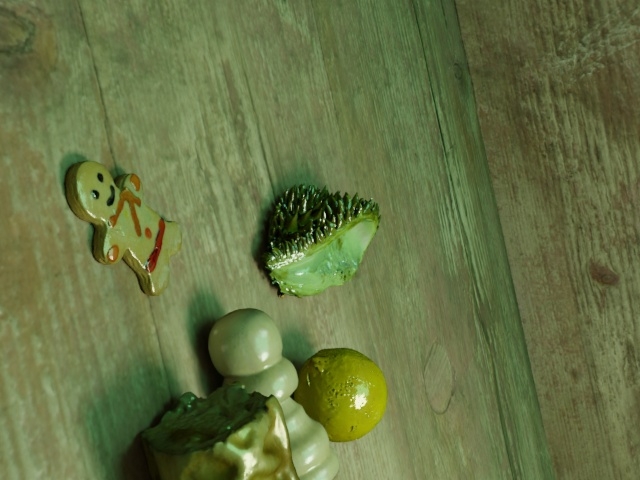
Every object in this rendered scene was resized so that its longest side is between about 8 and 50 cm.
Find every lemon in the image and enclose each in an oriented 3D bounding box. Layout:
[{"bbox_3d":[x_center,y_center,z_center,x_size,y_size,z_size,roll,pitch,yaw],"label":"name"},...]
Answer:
[{"bbox_3d":[0.035,0.282,1.546,0.206,0.173,0.174,45,40,-37],"label":"lemon"}]

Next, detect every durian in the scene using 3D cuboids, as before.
[{"bbox_3d":[-0.010,-0.004,1.667,0.394,0.163,0.198,-26,135,-59],"label":"durian"}]

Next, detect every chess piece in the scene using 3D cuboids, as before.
[{"bbox_3d":[-0.092,0.256,1.336,0.167,0.167,0.300,-32,103,-63],"label":"chess piece"}]

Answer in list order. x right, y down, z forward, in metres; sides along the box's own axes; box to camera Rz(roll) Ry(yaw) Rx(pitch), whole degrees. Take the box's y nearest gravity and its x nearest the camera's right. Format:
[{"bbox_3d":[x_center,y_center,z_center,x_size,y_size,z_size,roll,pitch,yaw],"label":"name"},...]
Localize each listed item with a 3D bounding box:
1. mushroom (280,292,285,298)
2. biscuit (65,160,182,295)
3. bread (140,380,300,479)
[{"bbox_3d":[-0.022,0.063,1.696,0.026,0.028,0.286,-64,166,24],"label":"mushroom"},{"bbox_3d":[-0.275,-0.024,1.186,0.234,0.030,0.153,55,33,-42],"label":"biscuit"},{"bbox_3d":[-0.123,0.347,1.158,0.196,0.238,0.252,-22,109,-27],"label":"bread"}]
